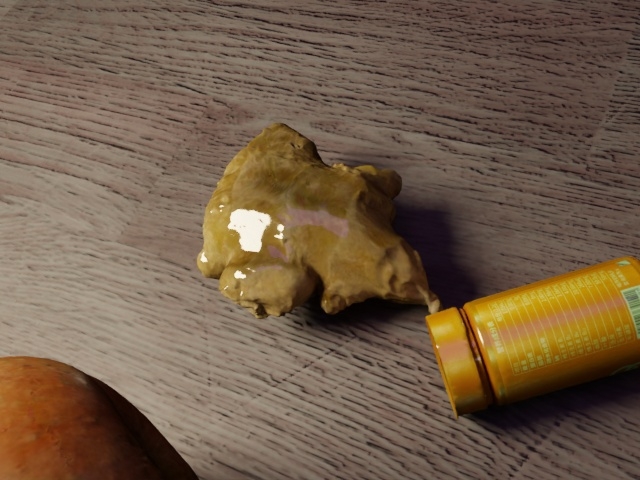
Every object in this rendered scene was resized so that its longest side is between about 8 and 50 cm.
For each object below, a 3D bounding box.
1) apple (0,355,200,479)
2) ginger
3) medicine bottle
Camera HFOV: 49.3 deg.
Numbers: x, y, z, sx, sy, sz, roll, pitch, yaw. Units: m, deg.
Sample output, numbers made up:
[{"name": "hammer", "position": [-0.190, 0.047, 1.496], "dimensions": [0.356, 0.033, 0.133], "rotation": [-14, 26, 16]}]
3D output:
[{"name": "apple", "position": [-0.221, 0.254, 0.474], "dimensions": [0.305, 0.339, 0.338], "rotation": [-39, 55, -14]}, {"name": "ginger", "position": [0.000, 0.000, 0.712], "dimensions": [0.270, 0.123, 0.219], "rotation": [31, 67, 31]}, {"name": "medicine bottle", "position": [0.197, 0.085, 0.615], "dimensions": [0.191, 0.096, 0.096], "rotation": [-18, 54, 4]}]
